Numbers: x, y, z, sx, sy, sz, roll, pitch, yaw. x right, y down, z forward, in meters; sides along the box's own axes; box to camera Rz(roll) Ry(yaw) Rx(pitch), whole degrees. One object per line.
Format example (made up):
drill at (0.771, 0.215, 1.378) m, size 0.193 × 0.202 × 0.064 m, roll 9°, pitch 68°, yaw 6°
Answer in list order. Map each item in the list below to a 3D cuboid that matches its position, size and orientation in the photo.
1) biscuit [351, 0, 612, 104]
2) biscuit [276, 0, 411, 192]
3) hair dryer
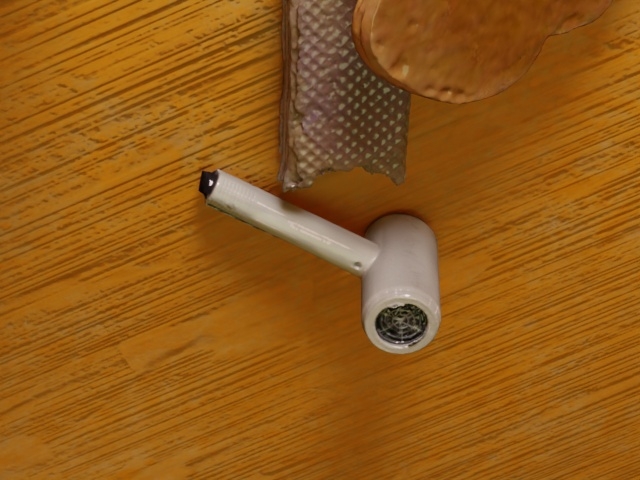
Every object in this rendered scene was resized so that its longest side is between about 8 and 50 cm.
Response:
biscuit at (0.149, -0.277, 0.922) m, size 0.269 × 0.051 × 0.376 m, roll 20°, pitch 106°, yaw -38°
biscuit at (0.020, -0.149, 1.016) m, size 0.108 × 0.062 × 0.239 m, roll -3°, pitch 125°, yaw -8°
hair dryer at (0.000, 0.000, 1.094) m, size 0.236 × 0.131 × 0.073 m, roll 29°, pitch 119°, yaw -14°
